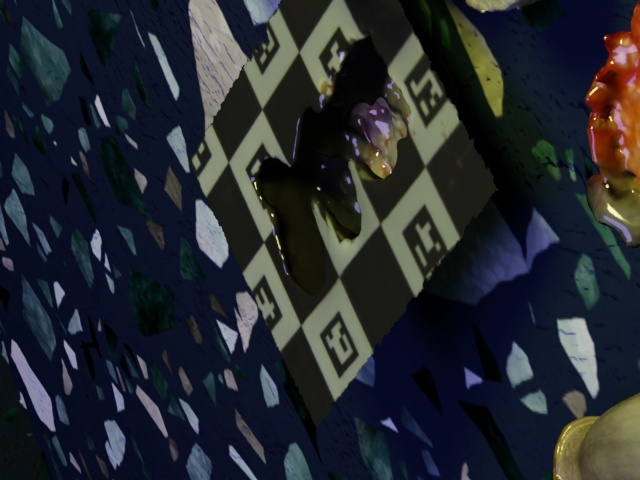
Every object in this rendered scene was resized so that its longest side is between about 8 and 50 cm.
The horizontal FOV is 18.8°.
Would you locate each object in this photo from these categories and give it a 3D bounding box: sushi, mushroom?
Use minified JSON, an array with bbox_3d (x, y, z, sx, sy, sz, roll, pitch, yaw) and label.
[{"bbox_3d":[0.045,-0.064,1.634,0.296,0.100,0.373,64,145,24],"label":"sushi"},{"bbox_3d":[0.248,0.152,1.376,0.247,0.108,0.096,-18,53,64],"label":"mushroom"}]

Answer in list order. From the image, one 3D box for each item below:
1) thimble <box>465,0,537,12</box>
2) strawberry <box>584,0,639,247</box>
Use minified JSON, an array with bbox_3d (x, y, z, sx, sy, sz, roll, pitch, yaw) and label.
[{"bbox_3d":[0.132,-0.215,1.309,0.115,0.090,0.102,44,145,39],"label":"thimble"},{"bbox_3d":[0.278,-0.094,1.075,0.233,0.138,0.306,48,140,33],"label":"strawberry"}]
